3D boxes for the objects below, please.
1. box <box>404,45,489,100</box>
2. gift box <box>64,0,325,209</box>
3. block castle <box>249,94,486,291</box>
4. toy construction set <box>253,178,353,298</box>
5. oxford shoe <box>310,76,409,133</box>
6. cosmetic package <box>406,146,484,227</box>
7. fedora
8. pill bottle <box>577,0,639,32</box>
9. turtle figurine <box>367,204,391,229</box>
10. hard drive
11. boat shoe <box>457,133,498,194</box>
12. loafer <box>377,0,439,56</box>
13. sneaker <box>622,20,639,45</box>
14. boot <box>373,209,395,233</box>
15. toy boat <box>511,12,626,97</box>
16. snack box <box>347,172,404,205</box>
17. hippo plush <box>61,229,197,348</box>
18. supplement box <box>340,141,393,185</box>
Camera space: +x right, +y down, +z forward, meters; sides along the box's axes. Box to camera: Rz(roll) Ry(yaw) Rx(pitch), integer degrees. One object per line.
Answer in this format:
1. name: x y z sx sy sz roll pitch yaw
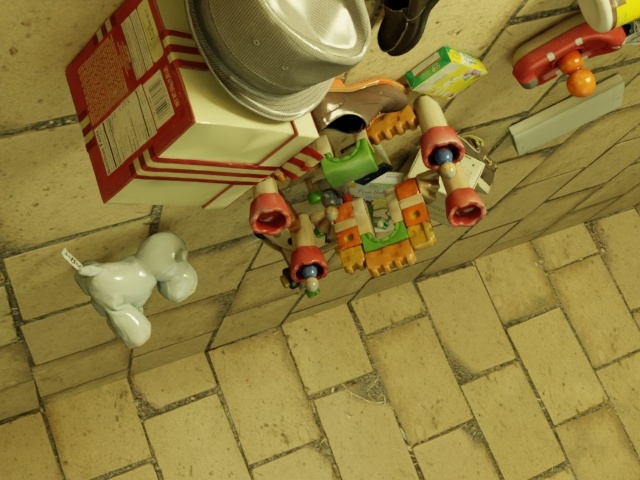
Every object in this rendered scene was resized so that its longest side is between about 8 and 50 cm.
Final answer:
1. box: 0.260 -0.332 1.666 0.105 0.043 0.179 -33 160 31
2. gift box: -0.154 -0.190 1.150 0.276 0.255 0.258 -26 164 38
3. block castle: 0.100 -0.079 1.751 0.453 0.212 0.303 -21 142 11
4. toy construction set: 0.000 0.000 2.061 0.258 0.237 0.309 -12 161 -35
5. oxford shoe: 0.074 -0.246 1.580 0.271 0.098 0.097 -11 161 -38
6. cosmetic package: 0.304 -0.138 2.093 0.113 0.160 0.309 -64 171 -9
7. fedora: -0.029 -0.278 1.005 0.124 0.243 0.275 8 152 48
8. pill bottle: 0.587 -0.472 1.508 0.215 0.117 0.117 -24 165 2
9. turtle figurine: 0.124 -0.087 2.196 0.234 0.118 0.175 -44 -164 33
10. hard drive: 0.667 -0.336 2.250 0.308 0.040 0.203 -27 165 12
11. boat shoe: 0.380 -0.216 2.137 0.324 0.117 0.096 32 84 -57
12. loafer: 0.128 -0.372 1.294 0.078 0.080 0.220 -6 155 -21
13. sneaker: 0.688 -0.460 1.829 0.135 0.052 0.058 -22 161 -6
14. boot: 0.135 -0.044 2.462 0.190 0.069 0.086 -7 167 -24
15. toy boat: 0.523 -0.366 1.717 0.231 0.151 0.151 -28 165 20
16. snack box: 0.137 -0.128 2.040 0.141 0.037 0.100 3 148 12
17. hippo plush: -0.415 0.068 1.874 0.237 0.234 0.294 -36 127 -18
18. supplement box: 0.105 -0.182 1.876 0.083 0.083 0.056 -29 164 21
